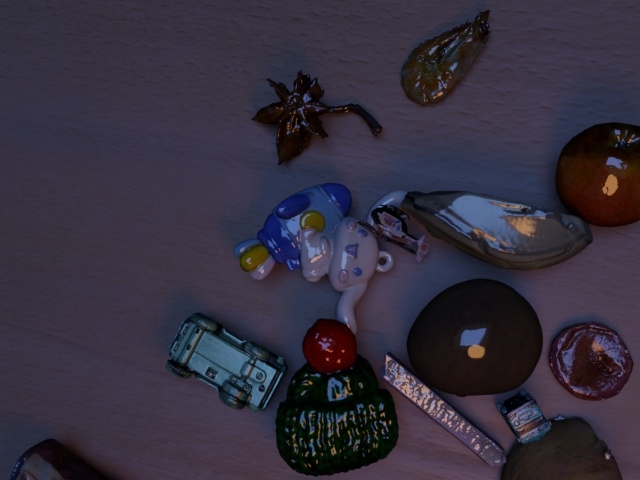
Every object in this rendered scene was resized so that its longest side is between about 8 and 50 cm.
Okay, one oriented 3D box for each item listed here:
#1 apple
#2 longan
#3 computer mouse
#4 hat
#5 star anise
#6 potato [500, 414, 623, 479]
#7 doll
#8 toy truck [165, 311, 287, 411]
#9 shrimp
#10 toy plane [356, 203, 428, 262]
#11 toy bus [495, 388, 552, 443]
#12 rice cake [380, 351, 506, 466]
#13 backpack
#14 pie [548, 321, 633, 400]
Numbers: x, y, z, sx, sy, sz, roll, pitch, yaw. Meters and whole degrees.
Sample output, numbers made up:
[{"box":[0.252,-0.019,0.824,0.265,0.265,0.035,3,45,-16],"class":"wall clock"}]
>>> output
[{"box":[0.639,-0.150,1.464,0.230,0.230,0.229,-2,80,9],"class":"apple"},{"box":[0.339,0.229,1.456,0.300,0.243,0.300,5,118,9],"class":"longan"},{"box":[0.389,-0.016,1.491,0.429,0.228,0.145,13,91,9],"class":"computer mouse"},{"box":[0.023,0.333,1.475,0.274,0.242,0.332,-8,94,-9],"class":"hat"},{"box":[-0.018,-0.302,1.654,0.347,0.148,0.237,5,103,8],"class":"star anise"},{"box":[0.498,0.492,1.375,0.190,0.264,0.211,2,87,1],"class":"potato"},{"box":[0.001,-0.005,1.570,0.366,0.187,0.376,22,57,3],"class":"doll"},{"box":[-0.225,0.290,1.576,0.279,0.156,0.155,27,86,13],"class":"toy truck"},{"box":[0.322,-0.471,1.662,0.294,0.062,0.154,-46,71,1],"class":"shrimp"},{"box":[0.180,-0.025,1.538,0.197,0.053,0.078,31,81,-23],"class":"toy plane"},{"box":[0.445,0.387,1.446,0.079,0.160,0.091,-31,79,3],"class":"toy bus"},{"box":[0.268,0.379,1.471,0.365,0.072,0.056,40,92,-4],"class":"rice cake"},{"box":[-0.633,0.672,1.563,0.283,0.197,0.317,30,91,12],"class":"backpack"},{"box":[0.611,0.273,1.494,0.183,0.049,0.182,-1,78,5],"class":"pie"}]
